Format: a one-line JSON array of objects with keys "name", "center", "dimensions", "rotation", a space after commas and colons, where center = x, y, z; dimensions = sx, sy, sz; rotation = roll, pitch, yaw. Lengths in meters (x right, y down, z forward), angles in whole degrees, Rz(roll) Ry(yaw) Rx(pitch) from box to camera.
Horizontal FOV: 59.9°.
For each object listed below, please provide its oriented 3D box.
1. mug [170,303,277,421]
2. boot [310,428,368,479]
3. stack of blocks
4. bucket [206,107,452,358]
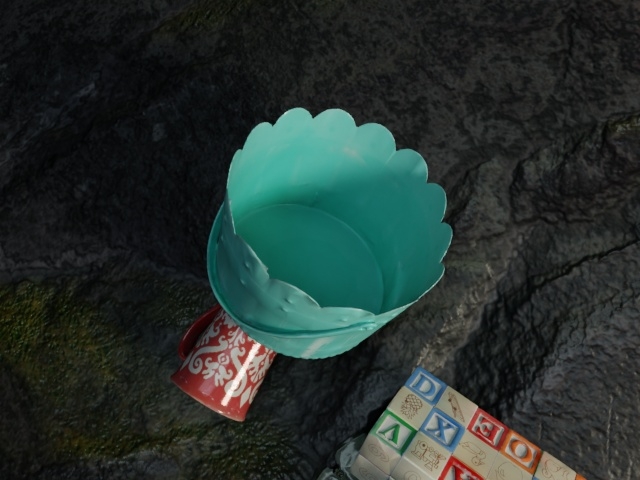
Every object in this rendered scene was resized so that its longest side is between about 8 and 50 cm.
[{"name": "mug", "center": [-0.124, 0.132, 0.759], "dimensions": [0.150, 0.113, 0.169], "rotation": [28, 79, 16]}, {"name": "boot", "center": [0.036, 0.374, 0.681], "dimensions": [0.161, 0.083, 0.247], "rotation": [29, 75, 22]}, {"name": "stack of blocks", "center": [0.183, 0.297, 0.611], "dimensions": [0.297, 0.087, 0.171], "rotation": [33, 40, 19]}, {"name": "bucket", "center": [0.000, 0.000, 0.677], "dimensions": [0.281, 0.183, 0.281], "rotation": [10, 54, -14]}]
